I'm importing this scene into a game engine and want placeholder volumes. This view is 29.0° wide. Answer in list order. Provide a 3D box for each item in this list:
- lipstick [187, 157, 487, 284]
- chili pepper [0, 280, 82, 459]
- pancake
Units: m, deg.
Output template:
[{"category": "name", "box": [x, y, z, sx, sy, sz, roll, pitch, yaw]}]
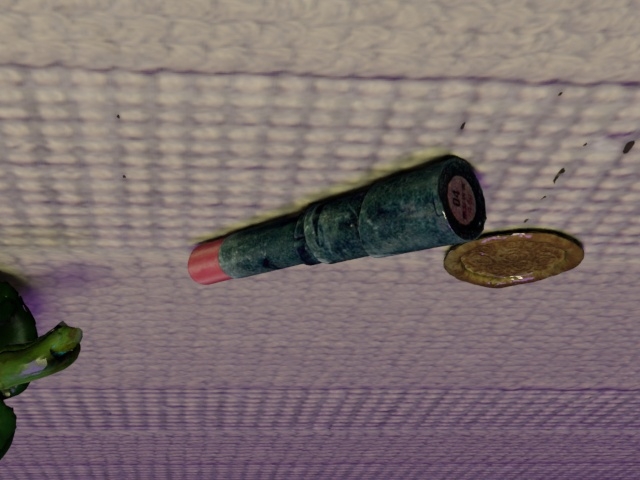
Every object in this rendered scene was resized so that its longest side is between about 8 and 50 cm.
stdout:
[{"category": "lipstick", "box": [0.000, 0.000, 0.837, 0.234, 0.053, 0.053, -16, 155, 37]}, {"category": "chili pepper", "box": [-0.289, 0.094, 0.923, 0.165, 0.174, 0.261, 40, 143, -24]}, {"category": "pancake", "box": [0.145, 0.014, 0.942, 0.115, 0.011, 0.115, 0, 158, 0]}]
